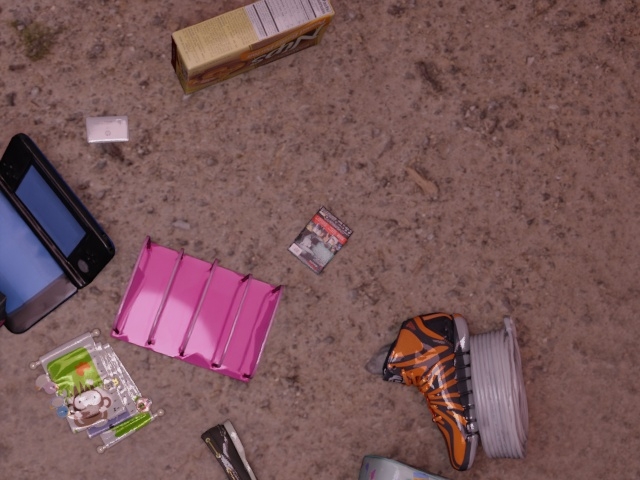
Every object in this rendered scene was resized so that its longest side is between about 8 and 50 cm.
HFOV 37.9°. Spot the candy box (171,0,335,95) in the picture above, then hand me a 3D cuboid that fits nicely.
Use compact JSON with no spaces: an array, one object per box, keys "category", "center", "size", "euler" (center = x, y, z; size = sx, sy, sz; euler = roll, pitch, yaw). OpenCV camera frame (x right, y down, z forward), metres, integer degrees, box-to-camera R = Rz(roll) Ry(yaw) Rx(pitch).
[{"category":"candy box","center":[-0.141,-0.408,1.878],"size":[0.316,0.183,0.087],"euler":[-24,88,-12]}]

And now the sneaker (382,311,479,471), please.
[{"category":"sneaker","center":[0.217,0.309,1.892],"size":[0.180,0.124,0.321],"euler":[-3,72,-6]}]

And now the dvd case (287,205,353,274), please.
[{"category":"dvd case","center":[0.000,0.000,1.937],"size":[0.087,0.013,0.119],"euler":[39,77,-3]}]

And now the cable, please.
[{"category":"cable","center":[0.353,0.304,1.837],"size":[0.089,0.257,0.257],"euler":[-8,114,15]}]

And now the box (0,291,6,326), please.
[{"category":"box","center":[-0.734,0.106,1.700],"size":[0.270,0.143,0.165],"euler":[36,58,1]}]

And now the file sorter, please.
[{"category":"file sorter","center":[-0.235,0.133,1.792],"size":[0.290,0.182,0.202],"euler":[20,79,-7]}]

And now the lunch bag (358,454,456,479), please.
[{"category":"lunch bag","center":[0.205,0.502,1.800],"size":[0.279,0.224,0.108],"euler":[20,79,-8]}]

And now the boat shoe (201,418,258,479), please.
[{"category":"boat shoe","center":[-0.159,0.467,1.817],"size":[0.068,0.081,0.228],"euler":[-25,80,-9]}]

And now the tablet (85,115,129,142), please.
[{"category":"tablet","center":[-0.433,-0.226,1.894],"size":[0.083,0.006,0.054],"euler":[-4,84,-10]}]

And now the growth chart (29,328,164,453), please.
[{"category":"growth chart","center":[-0.442,0.295,1.818],"size":[0.172,0.021,0.237],"euler":[-37,89,-11]}]

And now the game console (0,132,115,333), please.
[{"category":"game console","center":[-0.570,-0.009,1.764],"size":[0.293,0.250,0.173],"euler":[51,51,-1]}]
